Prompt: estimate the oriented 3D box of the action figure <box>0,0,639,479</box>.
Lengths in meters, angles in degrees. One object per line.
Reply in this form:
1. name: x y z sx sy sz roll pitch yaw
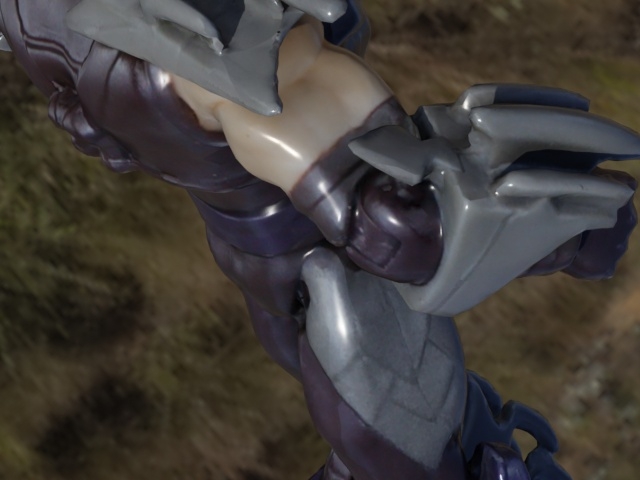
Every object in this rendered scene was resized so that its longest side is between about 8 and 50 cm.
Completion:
1. action figure: 0.000 0.000 0.416 0.099 0.185 0.285 -29 123 -9
